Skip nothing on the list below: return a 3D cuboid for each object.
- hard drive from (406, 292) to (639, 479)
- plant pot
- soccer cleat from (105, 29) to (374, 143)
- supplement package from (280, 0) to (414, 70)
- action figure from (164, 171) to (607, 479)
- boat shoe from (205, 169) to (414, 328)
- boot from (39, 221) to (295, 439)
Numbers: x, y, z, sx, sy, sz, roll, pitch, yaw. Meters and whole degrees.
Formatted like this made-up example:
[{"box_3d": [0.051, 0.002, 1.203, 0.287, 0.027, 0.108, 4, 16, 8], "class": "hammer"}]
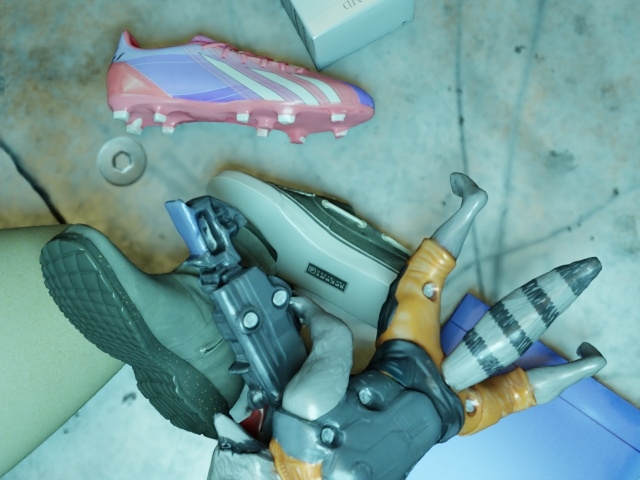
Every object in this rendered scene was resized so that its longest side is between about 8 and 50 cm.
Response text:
[{"box_3d": [0.124, 0.236, 0.908, 0.210, 0.040, 0.319, 35, 86, 7], "class": "hard drive"}, {"box_3d": [-0.304, 0.099, 0.868, 0.274, 0.256, 0.257, -25, 82, -17], "class": "plant pot"}, {"box_3d": [-0.074, -0.144, 0.951, 0.247, 0.083, 0.095, 2, 79, 7], "class": "soccer cleat"}, {"box_3d": [-0.001, -0.264, 0.944, 0.105, 0.105, 0.179, -29, 83, -1], "class": "supplement package"}, {"box_3d": [0.035, 0.084, 0.791, 0.330, 0.178, 0.341, -39, 108, -18], "class": "action figure"}, {"box_3d": [0.000, 0.000, 0.933, 0.219, 0.078, 0.070, 34, 46, 1], "class": "boat shoe"}, {"box_3d": [-0.113, 0.034, 0.854, 0.083, 0.247, 0.161, 7, 53, 37], "class": "boot"}]
